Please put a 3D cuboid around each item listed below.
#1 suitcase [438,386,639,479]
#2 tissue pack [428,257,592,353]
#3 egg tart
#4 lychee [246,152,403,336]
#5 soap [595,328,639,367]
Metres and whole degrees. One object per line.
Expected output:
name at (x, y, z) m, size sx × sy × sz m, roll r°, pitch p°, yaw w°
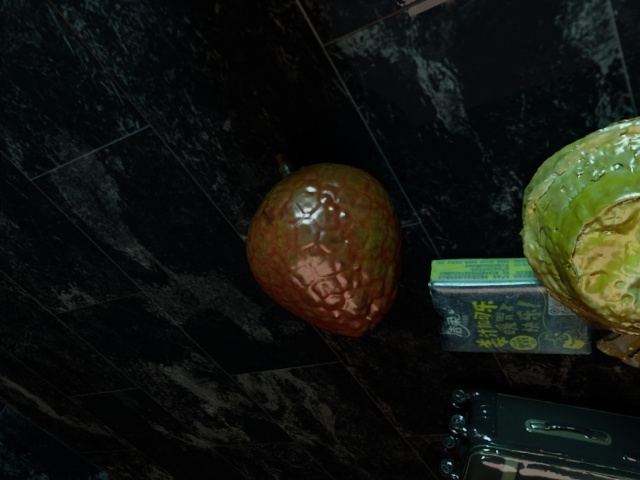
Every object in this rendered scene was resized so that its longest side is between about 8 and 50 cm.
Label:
suitcase at (0.480, 0.465, 1.190) m, size 0.433 × 0.194 × 0.283 m, roll 6°, pitch 135°, yaw 10°
tissue pack at (0.326, 0.115, 0.968) m, size 0.257 × 0.081 × 0.185 m, roll -2°, pitch 132°, yaw 20°
egg tart at (0.423, 0.003, 0.731) m, size 0.341 × 0.129 × 0.341 m, roll 12°, pitch 118°, yaw 24°
lychee at (0.000, 0.000, 0.861) m, size 0.300 × 0.255 × 0.255 m, roll 46°, pitch 141°, yaw 20°
soap at (0.581, 0.105, 0.869) m, size 0.173 × 0.089 × 0.274 m, roll 24°, pitch 136°, yaw -4°
